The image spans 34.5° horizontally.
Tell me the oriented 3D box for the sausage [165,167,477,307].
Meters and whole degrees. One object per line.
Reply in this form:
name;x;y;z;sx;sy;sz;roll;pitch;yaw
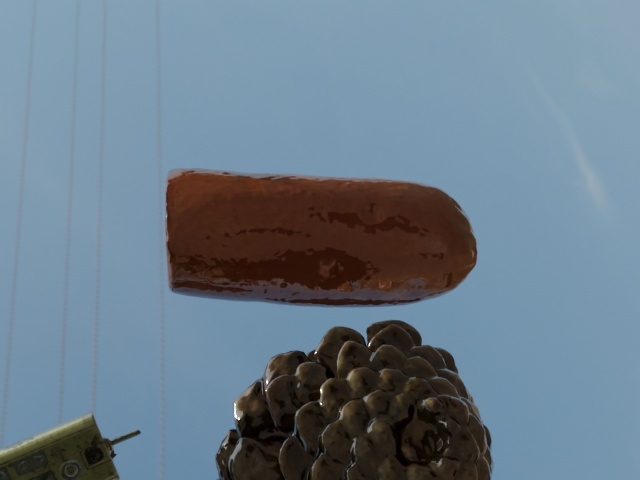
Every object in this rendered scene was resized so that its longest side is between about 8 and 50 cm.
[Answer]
sausage;0.000;0.000;0.851;0.259;0.114;0.114;4;-124;-8

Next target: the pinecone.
pinecone;0.020;0.158;0.666;0.184;0.204;0.179;-24;-109;-25

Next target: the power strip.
power strip;-0.340;0.280;1.221;0.268;0.034;0.092;-22;-75;-13
